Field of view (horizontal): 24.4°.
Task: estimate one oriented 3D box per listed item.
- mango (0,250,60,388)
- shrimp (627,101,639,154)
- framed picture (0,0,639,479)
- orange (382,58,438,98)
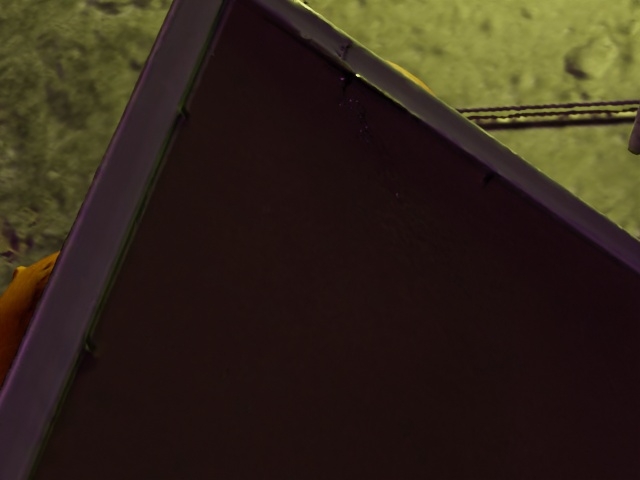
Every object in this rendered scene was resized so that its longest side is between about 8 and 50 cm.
[{"bbox_3d":[-0.121,0.061,0.633,0.063,0.077,0.127,16,70,-2],"label":"mango"},{"bbox_3d":[0.212,-0.107,0.592,0.221,0.166,0.410,-34,53,18],"label":"shrimp"},{"bbox_3d":[0.042,0.062,0.497,0.019,0.296,0.232,-31,32,49],"label":"framed picture"},{"bbox_3d":[0.000,0.000,0.605,0.156,0.124,0.156,-37,40,39],"label":"orange"}]
